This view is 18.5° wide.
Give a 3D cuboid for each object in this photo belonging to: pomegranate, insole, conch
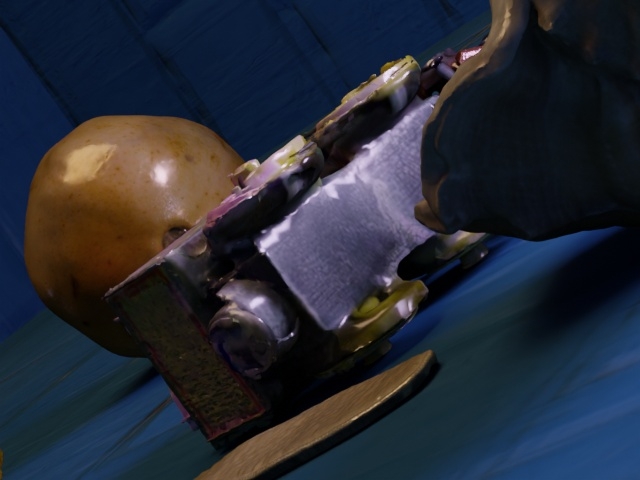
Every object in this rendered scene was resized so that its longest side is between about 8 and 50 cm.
[{"bbox_3d":[-0.154,-0.003,1.743,0.233,0.233,0.233,-35,6,4],"label":"pomegranate"},{"bbox_3d":[-0.033,0.115,1.045,0.248,0.011,0.081,-32,7,31],"label":"insole"},{"bbox_3d":[0.149,-0.097,0.937,0.263,0.186,0.324,-52,-10,3],"label":"conch"}]

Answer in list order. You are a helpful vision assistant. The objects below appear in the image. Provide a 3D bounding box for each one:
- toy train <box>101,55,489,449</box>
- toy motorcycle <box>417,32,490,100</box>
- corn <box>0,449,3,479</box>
[{"bbox_3d":[0.000,0.000,1.181,0.177,0.134,0.261,-30,8,47],"label":"toy train"},{"bbox_3d":[0.109,-0.116,1.781,0.212,0.084,0.118,-42,6,11],"label":"toy motorcycle"},{"bbox_3d":[-0.305,0.198,1.427,0.119,0.119,0.322,-35,6,9],"label":"corn"}]
